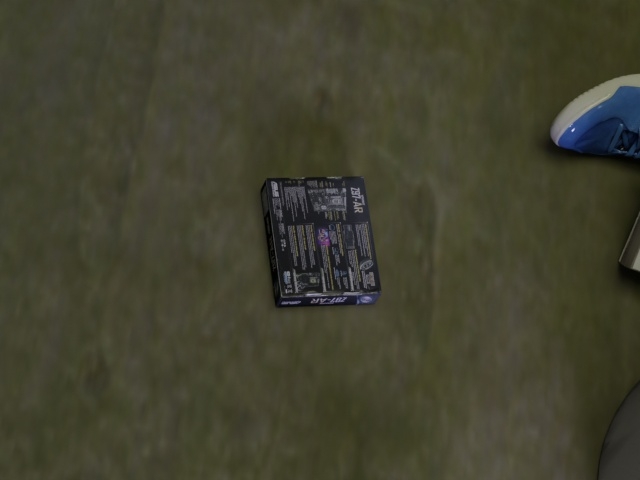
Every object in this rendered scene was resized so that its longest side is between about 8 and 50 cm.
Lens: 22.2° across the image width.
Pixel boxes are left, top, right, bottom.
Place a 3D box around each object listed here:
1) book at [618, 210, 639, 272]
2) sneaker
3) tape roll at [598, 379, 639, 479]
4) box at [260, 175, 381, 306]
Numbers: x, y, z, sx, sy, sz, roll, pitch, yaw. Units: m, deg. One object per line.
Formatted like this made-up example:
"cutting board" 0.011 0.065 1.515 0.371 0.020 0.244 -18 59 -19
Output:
"book" 0.285 -0.002 1.083 0.144 0.035 0.096 21 95 -7
"sneaker" 0.236 -0.067 1.109 0.152 0.058 0.085 -11 61 -26
"tape roll" 0.310 0.145 0.972 0.246 0.169 0.246 6 65 -13
"box" 0.000 0.000 1.038 0.067 0.018 0.083 -2 67 -16
